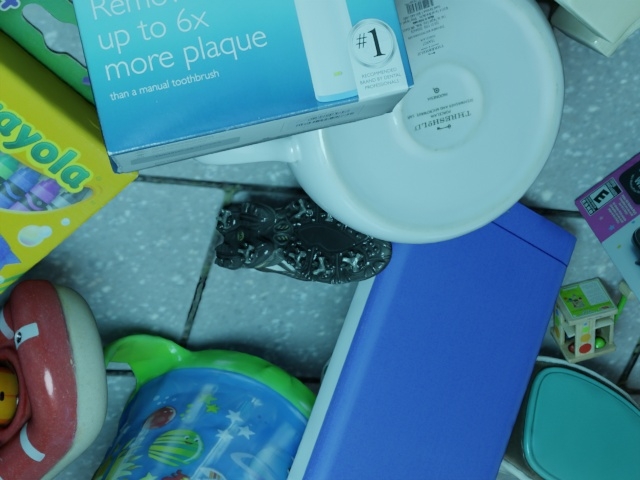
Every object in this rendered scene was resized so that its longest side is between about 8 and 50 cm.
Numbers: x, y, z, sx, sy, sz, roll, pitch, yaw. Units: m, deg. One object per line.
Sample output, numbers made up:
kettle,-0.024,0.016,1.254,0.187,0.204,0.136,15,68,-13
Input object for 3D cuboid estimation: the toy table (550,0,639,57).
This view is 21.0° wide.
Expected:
toy table,0.303,-0.200,1.384,0.274,0.252,0.161,34,94,-26

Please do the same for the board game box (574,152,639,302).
board game box,0.411,-0.041,1.575,0.303,0.224,0.097,-36,128,9

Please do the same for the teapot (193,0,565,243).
teapot,0.058,-0.124,1.406,0.256,0.187,0.252,27,94,-26

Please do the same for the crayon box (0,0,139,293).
crayon box,-0.298,-0.058,1.395,0.323,0.083,0.203,-40,130,12

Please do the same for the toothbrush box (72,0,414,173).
toothbrush box,-0.076,-0.216,1.213,0.216,0.126,0.296,-12,86,-6

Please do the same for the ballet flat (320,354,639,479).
ballet flat,0.172,0.173,1.729,0.400,0.139,0.139,19,118,-29

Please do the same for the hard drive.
hard drive,0.108,0.104,1.579,0.210,0.040,0.319,28,77,-35

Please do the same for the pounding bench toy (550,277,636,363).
pounding bench toy,0.278,0.079,1.733,0.083,0.052,0.065,-14,130,-9

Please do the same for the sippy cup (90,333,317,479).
sippy cup,-0.115,0.249,1.552,0.305,0.224,0.240,26,120,9

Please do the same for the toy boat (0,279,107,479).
toy boat,-0.280,0.127,1.445,0.151,0.151,0.231,5,146,-38

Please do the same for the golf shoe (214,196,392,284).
golf shoe,0.000,0.000,1.505,0.094,0.198,0.077,11,88,-46
